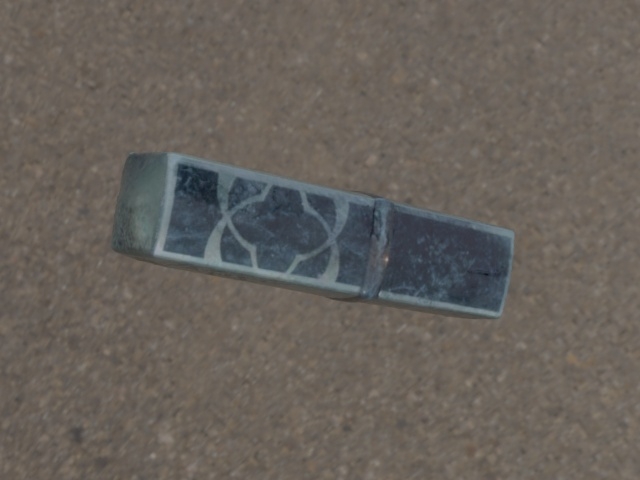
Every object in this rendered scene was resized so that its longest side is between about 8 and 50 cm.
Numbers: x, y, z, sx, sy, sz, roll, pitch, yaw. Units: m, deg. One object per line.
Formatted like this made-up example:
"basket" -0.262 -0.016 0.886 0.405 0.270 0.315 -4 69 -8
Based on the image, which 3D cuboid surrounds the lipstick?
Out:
"lipstick" 0.000 0.000 0.856 0.290 0.076 0.077 11 88 -32
